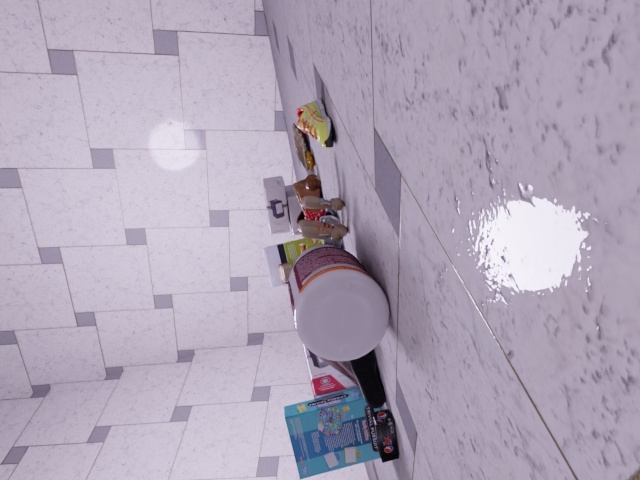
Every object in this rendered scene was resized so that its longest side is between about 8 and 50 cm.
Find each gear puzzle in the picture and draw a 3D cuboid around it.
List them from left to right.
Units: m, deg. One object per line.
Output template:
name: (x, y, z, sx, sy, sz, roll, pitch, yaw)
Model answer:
gear puzzle: (-0.068, -0.414, 2.120, 0.339, 0.044, 0.175, -115, 15, -58)

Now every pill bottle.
pill bottle: (0.030, 0.140, 1.252, 0.392, 0.224, 0.224, -120, 18, -77)

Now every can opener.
can opener: (0.055, 0.018, 1.722, 0.095, 0.076, 0.283, -58, -34, -48)

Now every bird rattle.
bird rattle: (0.000, 0.000, 1.920, 0.207, 0.143, 0.253, 56, -163, -53)

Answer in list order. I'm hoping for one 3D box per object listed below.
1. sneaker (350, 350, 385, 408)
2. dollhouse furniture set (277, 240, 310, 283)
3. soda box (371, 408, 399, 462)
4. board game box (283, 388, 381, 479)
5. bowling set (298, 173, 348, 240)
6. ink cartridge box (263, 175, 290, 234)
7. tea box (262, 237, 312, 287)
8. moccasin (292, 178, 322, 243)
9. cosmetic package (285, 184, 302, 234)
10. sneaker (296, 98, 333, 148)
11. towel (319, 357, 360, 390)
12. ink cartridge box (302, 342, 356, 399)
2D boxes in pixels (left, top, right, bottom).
sneaker: (0.145, 0.433, 1.528, 0.097, 0.084, 0.235, 95, 161, -80)
dollhouse furniture set: (-0.077, 0.141, 2.375, 0.135, 0.259, 0.262, 170, 89, -76)
soda box: (0.202, 0.607, 1.457, 0.053, 0.060, 0.169, -110, 9, -65)
board game box: (0.060, 0.683, 1.680, 0.079, 0.336, 0.254, -123, 21, -77)
bowling set: (0.019, -0.101, 1.469, 0.287, 0.154, 0.200, -120, 37, -80)
ink cartridge box: (-0.211, -0.171, 2.237, 0.172, 0.100, 0.237, -113, 17, -66)
tea box: (-0.135, 0.111, 2.582, 0.329, 0.323, 0.220, 160, 97, -85)
moccasin: (-0.051, -0.093, 2.088, 0.139, 0.147, 0.380, -108, 7, -50)
cosmetic package: (-0.092, -0.168, 2.358, 0.365, 0.155, 0.197, -117, 18, -75)
sneaker: (-0.019, -0.330, 1.360, 0.081, 0.094, 0.208, 84, 171, -45)
towel: (0.049, 0.345, 1.694, 0.317, 0.053, 0.332, 50, -166, -38)
ink cartridge box: (0.061, 0.493, 1.850, 0.306, 0.226, 0.131, -109, 8, -50)
